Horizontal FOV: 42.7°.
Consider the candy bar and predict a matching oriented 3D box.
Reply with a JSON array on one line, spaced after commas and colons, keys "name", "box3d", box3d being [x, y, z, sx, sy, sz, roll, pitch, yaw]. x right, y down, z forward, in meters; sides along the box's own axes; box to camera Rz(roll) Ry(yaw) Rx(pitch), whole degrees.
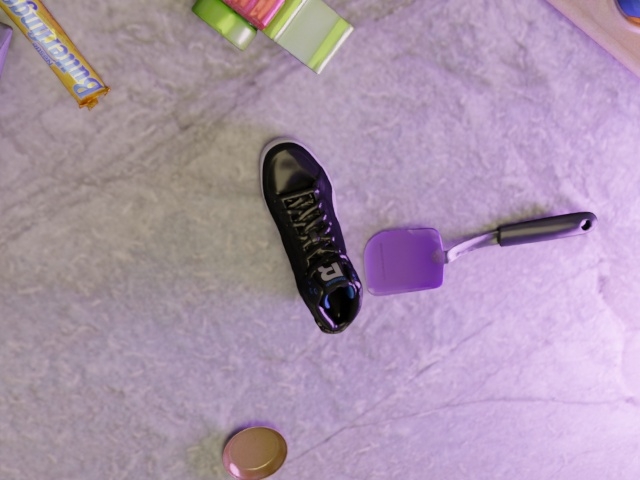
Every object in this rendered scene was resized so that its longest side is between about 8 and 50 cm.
[{"name": "candy bar", "box3d": [-0.262, -0.196, 0.785, 0.040, 0.018, 0.161, -35, 116, 1]}]

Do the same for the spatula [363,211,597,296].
[{"name": "spatula", "box3d": [0.197, 0.003, 0.989, 0.296, 0.030, 0.084, -13, 113, -10]}]

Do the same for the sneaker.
[{"name": "sneaker", "box3d": [0.000, 0.000, 0.882, 0.079, 0.121, 0.217, -21, 116, -7]}]

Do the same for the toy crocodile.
[{"name": "toy crocodile", "box3d": [-0.106, -0.276, 0.746, 0.340, 0.105, 0.115, 39, 98, -26]}]

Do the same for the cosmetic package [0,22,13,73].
[{"name": "cosmetic package", "box3d": [-0.415, -0.107, 0.714, 0.224, 0.138, 0.224, 15, 109, -21]}]

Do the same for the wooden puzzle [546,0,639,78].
[{"name": "wooden puzzle", "box3d": [0.358, -0.372, 0.850, 0.348, 0.080, 0.322, 31, 101, -25]}]

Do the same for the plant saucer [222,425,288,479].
[{"name": "plant saucer", "box3d": [-0.083, 0.265, 1.029, 0.083, 0.015, 0.083, -6, 114, -13]}]
